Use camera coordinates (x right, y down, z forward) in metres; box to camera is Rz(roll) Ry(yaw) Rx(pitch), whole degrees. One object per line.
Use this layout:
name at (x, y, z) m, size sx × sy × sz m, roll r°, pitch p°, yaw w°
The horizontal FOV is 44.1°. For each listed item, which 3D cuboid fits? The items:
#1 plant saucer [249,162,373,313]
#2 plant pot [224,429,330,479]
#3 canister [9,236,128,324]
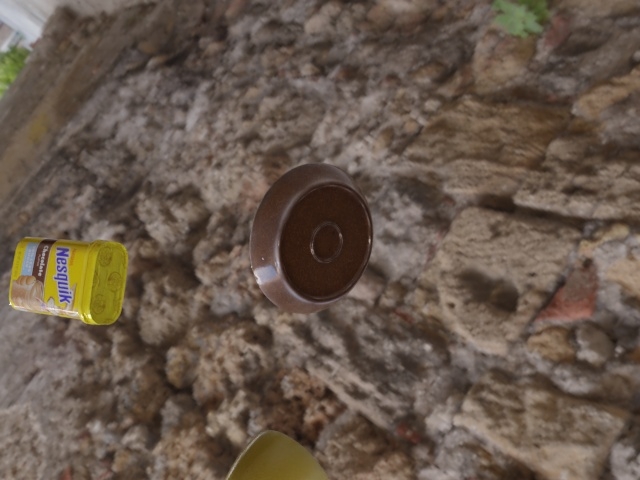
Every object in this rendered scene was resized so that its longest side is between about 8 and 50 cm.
plant saucer at (0.000, 0.000, 0.859) m, size 0.168 × 0.168 × 0.029 m, roll 37°, pitch 165°, yaw -36°
plant pot at (-0.060, 0.291, 0.864) m, size 0.134 × 0.095 × 0.134 m, roll 25°, pitch 131°, yaw 33°
canister at (-0.387, 0.058, 1.207) m, size 0.170 × 0.126 × 0.073 m, roll 4°, pitch 174°, yaw 27°
